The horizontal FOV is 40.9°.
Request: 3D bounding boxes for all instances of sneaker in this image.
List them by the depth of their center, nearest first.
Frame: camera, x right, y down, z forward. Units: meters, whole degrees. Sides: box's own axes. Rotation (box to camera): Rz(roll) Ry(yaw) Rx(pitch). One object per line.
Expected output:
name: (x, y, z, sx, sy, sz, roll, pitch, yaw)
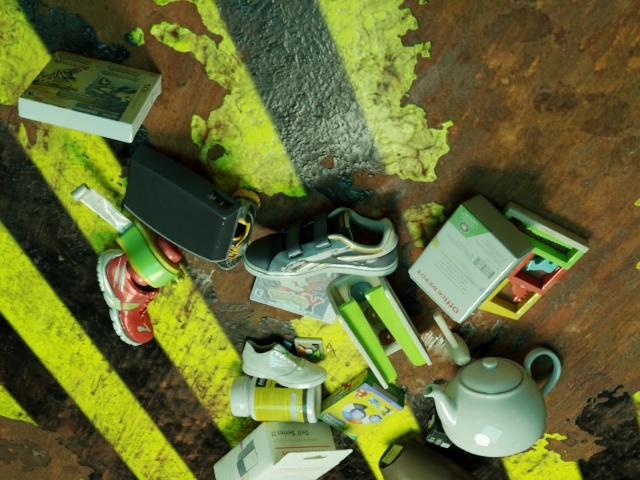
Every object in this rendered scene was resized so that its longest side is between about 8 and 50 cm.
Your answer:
sneaker: (0.000, 0.000, 1.757, 0.321, 0.126, 0.127, -3, 135, -1)
sneaker: (-0.187, -0.009, 1.809, 0.084, 0.083, 0.215, 15, 133, -5)
sneaker: (-0.422, 0.134, 1.965, 0.118, 0.107, 0.279, -7, 130, 7)
sneaker: (-0.087, 0.288, 2.048, 0.212, 0.080, 0.094, 9, 116, 12)

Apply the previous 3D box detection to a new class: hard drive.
hard drive: (-0.288, -0.069, 1.742, 0.255, 0.054, 0.172, 32, 132, 12)

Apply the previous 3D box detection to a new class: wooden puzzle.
wooden puzzle: (-0.025, 0.262, 2.056, 0.116, 0.014, 0.078, -4, 129, 14)

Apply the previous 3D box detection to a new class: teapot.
teapot: (0.389, 0.344, 1.921, 0.253, 0.256, 0.187, 5, 115, 24)

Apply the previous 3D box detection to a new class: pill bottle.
pill bottle: (-0.108, 0.385, 2.107, 0.209, 0.119, 0.119, 0, 130, 10)

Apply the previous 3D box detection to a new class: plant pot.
plant pot: (0.263, 0.622, 2.205, 0.230, 0.215, 0.215, 45, 125, -8)

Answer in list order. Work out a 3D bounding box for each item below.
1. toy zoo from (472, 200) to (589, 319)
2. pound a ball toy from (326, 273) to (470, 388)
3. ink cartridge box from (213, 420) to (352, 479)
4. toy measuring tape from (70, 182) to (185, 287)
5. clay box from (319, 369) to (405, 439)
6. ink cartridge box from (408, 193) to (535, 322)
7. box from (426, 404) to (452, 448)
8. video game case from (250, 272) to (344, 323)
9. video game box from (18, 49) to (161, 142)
toy zoo: (0.391, 0.061, 1.795, 0.192, 0.030, 0.293, 25, 130, -11)
pound a ball toy: (0.172, 0.177, 1.884, 0.208, 0.135, 0.319, -29, 128, 6)
ink cartridge box: (-0.099, 0.555, 2.189, 0.207, 0.119, 0.353, 8, 143, -35)
toy measuring tape: (-0.390, 0.009, 1.804, 0.121, 0.121, 0.330, -19, 137, 24)
clay box: (0.091, 0.418, 2.142, 0.127, 0.053, 0.222, 35, 127, -18)
ink cartridge box: (0.297, 0.038, 1.713, 0.154, 0.093, 0.212, 46, 129, 15)
box: (0.300, 0.458, 2.116, 0.062, 0.083, 0.052, 21, 132, -8)
video game case: (-0.041, 0.094, 1.909, 0.201, 0.023, 0.183, 18, 131, -5)
video game box: (-0.413, -0.266, 1.562, 0.205, 0.187, 0.048, 13, 128, -1)
